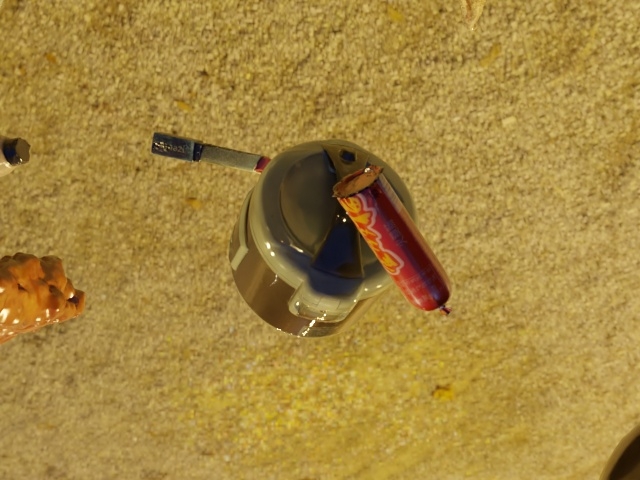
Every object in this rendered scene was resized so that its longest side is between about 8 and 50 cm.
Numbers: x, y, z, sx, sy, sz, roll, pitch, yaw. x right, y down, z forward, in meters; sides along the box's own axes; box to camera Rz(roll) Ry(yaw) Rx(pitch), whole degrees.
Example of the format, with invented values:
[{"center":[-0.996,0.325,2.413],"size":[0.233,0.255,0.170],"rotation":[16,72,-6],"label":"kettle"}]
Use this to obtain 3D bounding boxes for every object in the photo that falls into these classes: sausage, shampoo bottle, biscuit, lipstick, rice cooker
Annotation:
[{"center":[0.065,0.008,0.613],"size":[0.050,0.048,0.145],"rotation":[-18,117,38],"label":"sausage"},{"center":[-0.585,-0.126,1.211],"size":[0.256,0.078,0.127],"rotation":[-9,174,14],"label":"shampoo bottle"},{"center":[-0.498,0.105,1.013],"size":[0.311,0.111,0.318],"rotation":[-22,177,4],"label":"biscuit"},{"center":[-0.216,-0.182,1.641],"size":[0.312,0.051,0.051],"rotation":[13,99,13],"label":"lipstick"},{"center":[0.000,0.000,1.414],"size":[0.334,0.335,0.325],"rotation":[9,152,-14],"label":"rice cooker"}]

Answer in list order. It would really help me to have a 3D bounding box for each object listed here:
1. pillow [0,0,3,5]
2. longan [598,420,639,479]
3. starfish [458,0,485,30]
[{"center":[-0.458,-0.347,0.918],"size":[0.050,0.229,0.128],"rotation":[-12,104,7],"label":"pillow"},{"center":[0.421,0.298,0.686],"size":[0.360,0.361,0.361],"rotation":[-2,138,-2],"label":"longan"},{"center":[0.166,-0.370,0.931],"size":[0.231,0.048,0.295],"rotation":[37,172,5],"label":"starfish"}]
